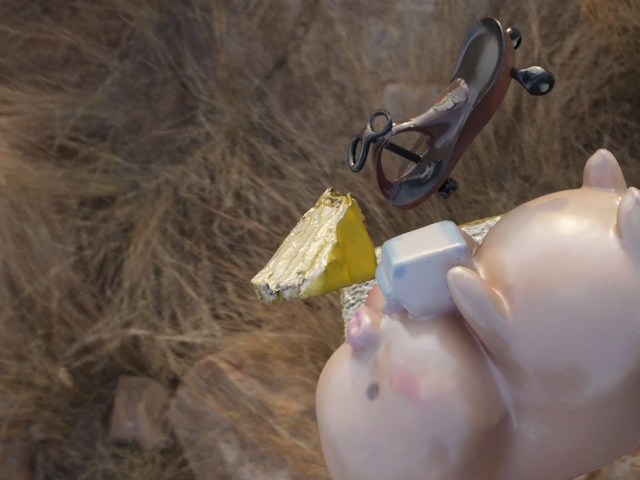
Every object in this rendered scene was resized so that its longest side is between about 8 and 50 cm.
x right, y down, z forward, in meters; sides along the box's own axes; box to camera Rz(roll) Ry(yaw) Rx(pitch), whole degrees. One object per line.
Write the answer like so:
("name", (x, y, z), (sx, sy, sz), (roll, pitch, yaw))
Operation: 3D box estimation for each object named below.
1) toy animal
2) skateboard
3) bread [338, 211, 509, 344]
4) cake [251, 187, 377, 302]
("toy animal", (0.113, 0.085, 0.799), (0.256, 0.213, 0.195), (-18, 28, 7))
("skateboard", (0.081, -0.085, 0.803), (0.151, 0.080, 0.067), (-54, 35, 24))
("bread", (0.144, 0.082, 1.388), (0.234, 0.111, 0.184), (-14, 50, 11))
("cake", (0.003, 0.000, 1.176), (0.079, 0.184, 0.116), (-8, 86, 39))
